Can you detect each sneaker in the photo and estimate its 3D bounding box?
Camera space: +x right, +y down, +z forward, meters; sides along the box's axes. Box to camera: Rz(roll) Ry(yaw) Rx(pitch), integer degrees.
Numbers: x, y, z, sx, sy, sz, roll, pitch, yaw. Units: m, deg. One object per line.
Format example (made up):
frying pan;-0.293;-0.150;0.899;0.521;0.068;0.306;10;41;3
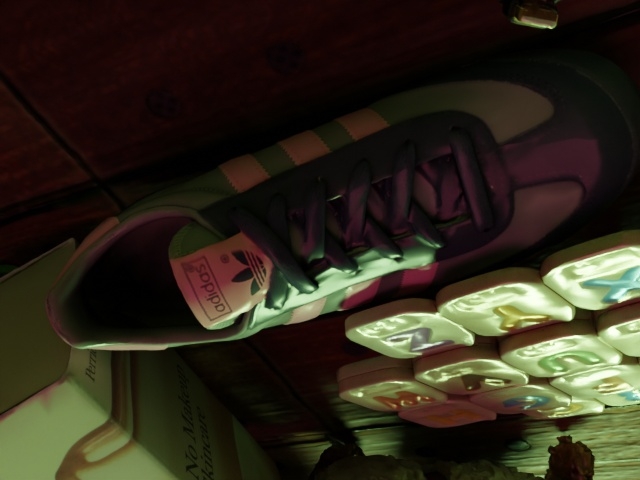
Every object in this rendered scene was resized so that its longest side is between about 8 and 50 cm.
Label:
sneaker;0.000;0.000;0.377;0.319;0.131;0.112;-19;101;29

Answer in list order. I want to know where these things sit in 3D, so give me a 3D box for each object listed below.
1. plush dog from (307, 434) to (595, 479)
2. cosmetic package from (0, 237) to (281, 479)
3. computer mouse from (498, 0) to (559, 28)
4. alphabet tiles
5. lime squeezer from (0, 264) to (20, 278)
plush dog;0.094;0.247;0.605;0.225;0.262;0.211;11;106;-12
cosmetic package;-0.139;0.164;0.533;0.129;0.153;0.296;-30;127;4
computer mouse;0.149;-0.133;0.257;0.193;0.106;0.042;-24;101;20
alphabet tiles;0.158;0.072;0.449;0.284;0.021;0.278;-21;148;31
lime squeezer;-0.236;0.061;0.593;0.310;0.059;0.110;44;160;-32
